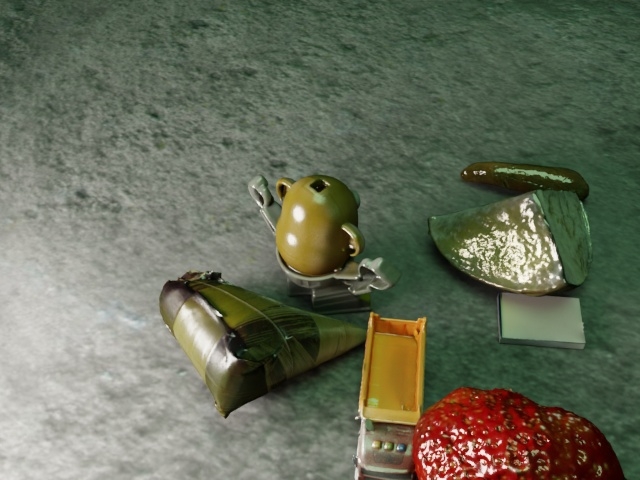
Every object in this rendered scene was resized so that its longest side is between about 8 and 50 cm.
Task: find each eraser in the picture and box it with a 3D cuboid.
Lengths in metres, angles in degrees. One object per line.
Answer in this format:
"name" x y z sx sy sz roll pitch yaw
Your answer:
"eraser" 0.405 0.146 1.208 0.150 0.023 0.104 4 50 7

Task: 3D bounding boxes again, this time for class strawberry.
"strawberry" 0.260 0.325 0.912 0.277 0.257 0.257 38 60 15

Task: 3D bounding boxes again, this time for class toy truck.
"toy truck" 0.117 0.257 1.061 0.114 0.135 0.270 4 50 7

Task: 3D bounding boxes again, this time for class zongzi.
"zongzi" -0.104 0.142 1.199 0.317 0.154 0.289 -14 43 -33

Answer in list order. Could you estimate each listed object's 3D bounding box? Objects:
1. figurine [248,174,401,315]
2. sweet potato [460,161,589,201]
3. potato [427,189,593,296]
"figurine" 0.000 0.001 1.194 0.342 0.285 0.167 15 54 19
"sweet potato" 0.440 -0.132 1.414 0.273 0.075 0.075 11 51 15
"potato" 0.376 0.018 1.281 0.264 0.211 0.189 -14 83 37
